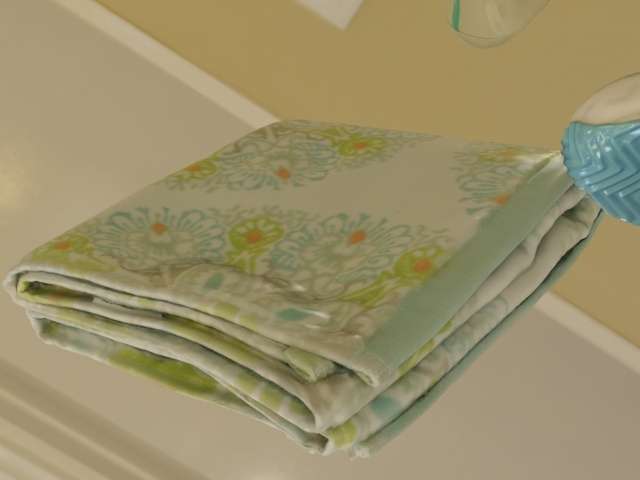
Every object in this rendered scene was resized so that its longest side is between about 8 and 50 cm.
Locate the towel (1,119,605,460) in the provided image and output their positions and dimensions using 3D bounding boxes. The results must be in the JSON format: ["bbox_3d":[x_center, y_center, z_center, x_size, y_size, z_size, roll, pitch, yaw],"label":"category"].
[{"bbox_3d":[0.000,0.000,0.788,0.374,0.321,0.090,-34,-51,-44],"label":"towel"}]

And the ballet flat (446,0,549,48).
[{"bbox_3d":[0.169,-0.239,0.708,0.248,0.086,0.086,-51,7,-10],"label":"ballet flat"}]

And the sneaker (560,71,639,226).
[{"bbox_3d":[0.208,-0.071,0.481,0.087,0.229,0.092,99,153,-53],"label":"sneaker"}]
